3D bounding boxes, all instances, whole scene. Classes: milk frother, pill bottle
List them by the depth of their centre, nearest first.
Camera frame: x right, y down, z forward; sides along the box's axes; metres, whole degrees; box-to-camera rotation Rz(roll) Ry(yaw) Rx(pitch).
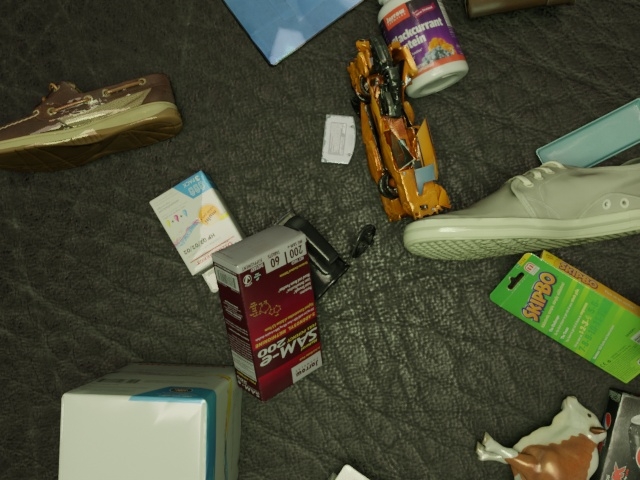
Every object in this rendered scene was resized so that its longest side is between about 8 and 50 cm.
[{"bbox_3d":[0.158,-0.342,1.077,0.108,0.108,0.193,-22,86,3],"label":"pill bottle"},{"bbox_3d":[0.000,0.000,1.088,0.135,0.129,0.143,45,48,4],"label":"milk frother"}]

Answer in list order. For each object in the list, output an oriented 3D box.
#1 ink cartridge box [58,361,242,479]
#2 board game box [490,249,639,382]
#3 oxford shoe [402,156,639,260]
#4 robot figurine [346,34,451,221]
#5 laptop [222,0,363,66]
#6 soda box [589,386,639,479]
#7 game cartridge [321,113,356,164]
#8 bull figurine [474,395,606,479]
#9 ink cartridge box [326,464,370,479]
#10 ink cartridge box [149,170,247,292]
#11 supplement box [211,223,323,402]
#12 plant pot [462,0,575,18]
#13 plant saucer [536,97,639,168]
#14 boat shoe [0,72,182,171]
[{"bbox_3d":[-0.238,0.302,0.993,0.198,0.270,0.197,1,89,4],"label":"ink cartridge box"},{"bbox_3d":[0.409,0.116,1.040,0.259,0.039,0.124,30,133,3],"label":"board game box"},{"bbox_3d":[0.326,-0.050,0.996,0.450,0.169,0.130,-8,83,-17],"label":"oxford shoe"},{"bbox_3d":[0.115,-0.176,1.034,0.085,0.211,0.290,-15,93,-10],"label":"robot figurine"},{"bbox_3d":[-0.032,-0.576,1.045,0.236,0.408,0.382,-33,85,-32],"label":"laptop"},{"bbox_3d":[0.478,0.326,1.051,0.060,0.053,0.168,15,89,5],"label":"soda box"},{"bbox_3d":[0.032,-0.171,1.124,0.056,0.017,0.083,6,88,8],"label":"game cartridge"},{"bbox_3d":[0.332,0.391,1.036,0.189,0.101,0.310,13,86,8],"label":"bull figurine"},{"bbox_3d":[0.032,0.464,1.069,0.115,0.067,0.198,35,92,4],"label":"ink cartridge box"},{"bbox_3d":[-0.191,-0.012,1.108,0.104,0.061,0.181,-32,86,2],"label":"ink cartridge box"},{"bbox_3d":[-0.077,0.111,1.012,0.130,0.073,0.239,-26,121,-34],"label":"supplement box"},{"bbox_3d":[0.305,-0.439,1.053,0.165,0.167,0.166,-11,87,11],"label":"plant pot"},{"bbox_3d":[0.456,-0.163,1.093,0.192,0.018,0.067,-27,86,1],"label":"plant saucer"},{"bbox_3d":[-0.411,-0.207,1.111,0.342,0.123,0.123,-15,78,0],"label":"boat shoe"}]
